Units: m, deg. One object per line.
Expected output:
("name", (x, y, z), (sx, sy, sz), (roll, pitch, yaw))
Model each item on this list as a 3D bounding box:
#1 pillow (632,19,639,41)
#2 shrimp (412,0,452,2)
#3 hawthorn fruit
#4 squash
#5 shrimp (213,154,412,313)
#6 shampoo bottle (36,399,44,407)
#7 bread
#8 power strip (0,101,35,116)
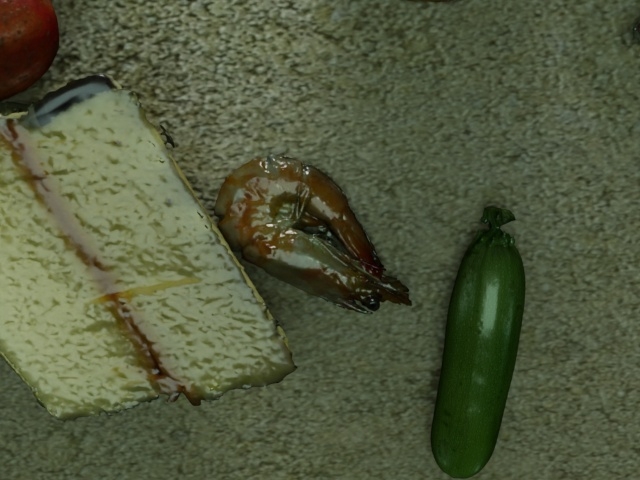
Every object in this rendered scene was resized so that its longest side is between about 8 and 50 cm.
("pillow", (0.499, -0.277, 1.294), (0.171, 0.075, 0.179), (36, 103, -14))
("shrimp", (0.137, -0.327, 1.309), (0.108, 0.023, 0.059), (1, 95, -1))
("hawthorn fruit", (-0.400, -0.254, 1.252), (0.189, 0.189, 0.189), (0, 103, 0))
("squash", (0.210, 0.142, 1.383), (0.101, 0.101, 0.379), (8, 102, -2))
("shrimp", (0.000, 0.000, 1.368), (0.294, 0.062, 0.154), (34, 95, -6))
("shampoo bottle", (-0.348, 0.136, 1.387), (0.079, 0.079, 0.162), (-6, 103, 1))
("bread", (-0.278, 0.030, 1.237), (0.345, 0.242, 0.405), (-28, 66, -3))
("power strip", (-0.385, -0.112, 1.312), (0.076, 0.028, 0.169), (10, 132, -34))
